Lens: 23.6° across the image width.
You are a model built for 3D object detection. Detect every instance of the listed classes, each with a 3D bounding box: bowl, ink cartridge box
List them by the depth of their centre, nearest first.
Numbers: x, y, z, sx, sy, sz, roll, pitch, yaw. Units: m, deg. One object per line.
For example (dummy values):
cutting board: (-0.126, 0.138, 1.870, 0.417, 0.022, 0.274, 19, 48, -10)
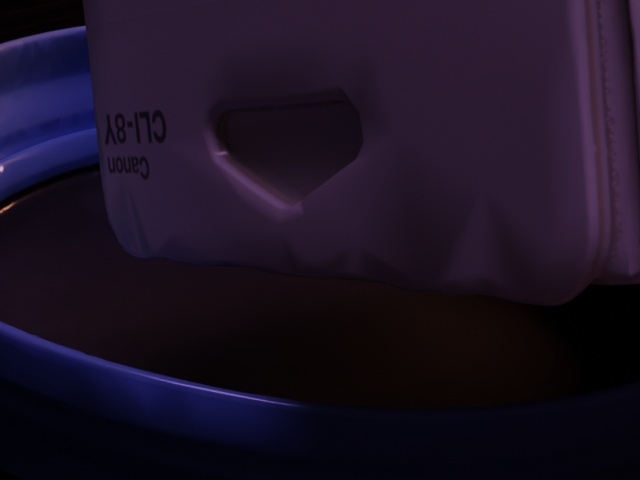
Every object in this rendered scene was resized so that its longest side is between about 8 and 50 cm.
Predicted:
ink cartridge box: (0.144, -0.099, 0.527, 0.385, 0.160, 0.279, -12, 8, -31)
bowl: (0.000, 0.000, 0.662, 0.391, 0.077, 0.391, 5, 26, -2)
